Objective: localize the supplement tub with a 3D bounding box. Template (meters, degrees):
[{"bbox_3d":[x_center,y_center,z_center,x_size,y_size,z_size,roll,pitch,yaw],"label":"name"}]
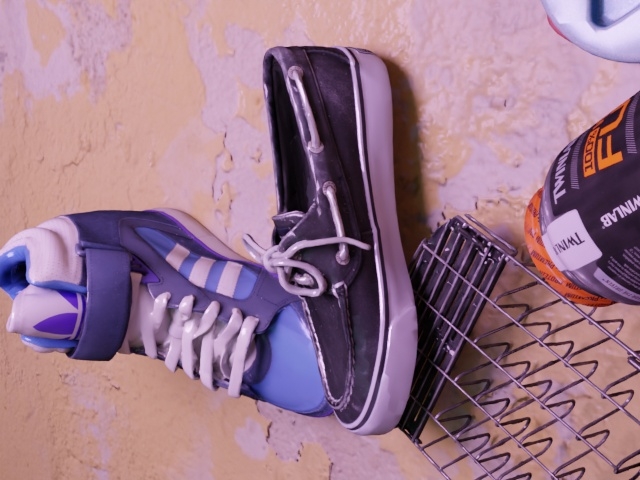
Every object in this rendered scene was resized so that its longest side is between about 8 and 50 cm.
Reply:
[{"bbox_3d":[0.208,-0.033,0.478,0.117,0.117,0.190,62,149,10],"label":"supplement tub"}]

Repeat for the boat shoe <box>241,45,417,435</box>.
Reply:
[{"bbox_3d":[0.002,-0.001,0.649,0.113,0.105,0.306,1,93,62],"label":"boat shoe"}]

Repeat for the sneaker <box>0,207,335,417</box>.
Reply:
[{"bbox_3d":[-0.146,0.079,0.741,0.323,0.236,0.130,34,120,30],"label":"sneaker"}]

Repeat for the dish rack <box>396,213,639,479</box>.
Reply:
[{"bbox_3d":[0.154,0.116,0.604,0.271,0.074,0.208,43,123,36],"label":"dish rack"}]

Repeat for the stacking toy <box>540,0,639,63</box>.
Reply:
[{"bbox_3d":[0.160,-0.266,0.478,0.280,0.130,0.308,28,116,32],"label":"stacking toy"}]
